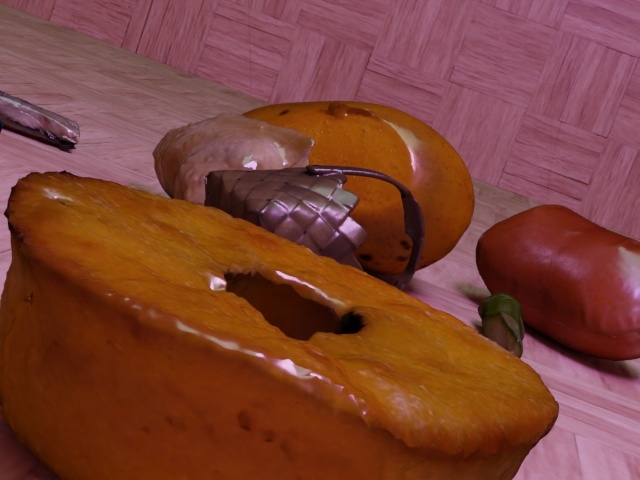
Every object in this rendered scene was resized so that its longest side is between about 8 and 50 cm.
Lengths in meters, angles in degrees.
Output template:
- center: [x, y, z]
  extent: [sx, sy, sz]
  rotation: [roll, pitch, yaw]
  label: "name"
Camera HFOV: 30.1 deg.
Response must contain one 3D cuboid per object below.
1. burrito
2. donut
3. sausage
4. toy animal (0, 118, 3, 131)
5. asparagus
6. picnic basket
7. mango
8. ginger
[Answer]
- center: [-0.349, -0.146, 1.340]
  extent: [0.171, 0.042, 0.051]
  rotation: [20, 0, -6]
  label: "burrito"
- center: [-0.032, 0.069, 0.610]
  extent: [0.303, 0.110, 0.303]
  rotation: [22, 9, -4]
  label: "donut"
- center: [0.266, 0.046, 1.257]
  extent: [0.133, 0.133, 0.258]
  rotation: [12, 13, -38]
  label: "sausage"
- center: [-0.300, -0.066, 0.711]
  extent: [0.179, 0.138, 0.166]
  rotation: [19, 26, 37]
  label: "toy animal"
- center: [0.170, 0.084, 1.114]
  extent: [0.045, 0.041, 0.178]
  rotation: [65, 11, -4]
  label: "asparagus"
- center: [0.000, 0.000, 0.969]
  extent: [0.179, 0.128, 0.138]
  rotation: [-3, 22, -22]
  label: "picnic basket"
- center: [0.025, -0.061, 1.259]
  extent: [0.290, 0.159, 0.191]
  rotation: [19, -9, 19]
  label: "mango"
- center: [-0.116, -0.060, 1.174]
  extent: [0.193, 0.115, 0.123]
  rotation: [13, 21, 35]
  label: "ginger"
